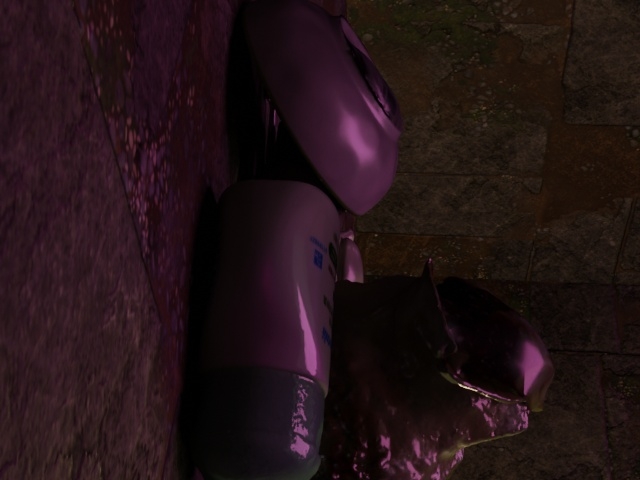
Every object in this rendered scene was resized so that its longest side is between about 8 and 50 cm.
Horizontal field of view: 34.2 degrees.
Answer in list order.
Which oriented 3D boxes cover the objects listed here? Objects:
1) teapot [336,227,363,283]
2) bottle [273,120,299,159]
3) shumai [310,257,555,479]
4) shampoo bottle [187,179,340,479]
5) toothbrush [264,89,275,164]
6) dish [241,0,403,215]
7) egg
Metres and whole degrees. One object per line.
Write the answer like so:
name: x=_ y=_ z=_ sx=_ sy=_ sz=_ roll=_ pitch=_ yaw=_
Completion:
teapot: x=-0.002 y=0.032 z=1.764 sx=0.318 sy=0.149 sz=0.220 roll=81 pitch=11 yaw=-69
bottle: x=-0.038 y=-0.014 z=1.563 sx=0.093 sy=0.093 sz=0.330 roll=52 pitch=44 yaw=-82
shumai: x=0.128 y=0.196 z=1.373 sx=0.395 sy=0.348 sz=0.395 roll=50 pitch=26 yaw=-36
shampoo bottle: x=-0.061 y=0.117 z=1.171 sx=0.222 sy=0.151 sz=0.350 roll=87 pitch=8 yaw=-63
toothbrush: x=-0.077 y=-0.113 z=1.601 sx=0.024 sy=0.021 sz=0.288 roll=-25 pitch=118 yaw=-72
dish: x=0.030 y=-0.202 z=1.401 sx=0.324 sy=0.124 sz=0.324 roll=57 pitch=15 yaw=-24
egg: x=-0.037 y=-0.033 z=1.447 sx=0.141 sy=0.141 sz=0.182 roll=57 pitch=47 yaw=-81
